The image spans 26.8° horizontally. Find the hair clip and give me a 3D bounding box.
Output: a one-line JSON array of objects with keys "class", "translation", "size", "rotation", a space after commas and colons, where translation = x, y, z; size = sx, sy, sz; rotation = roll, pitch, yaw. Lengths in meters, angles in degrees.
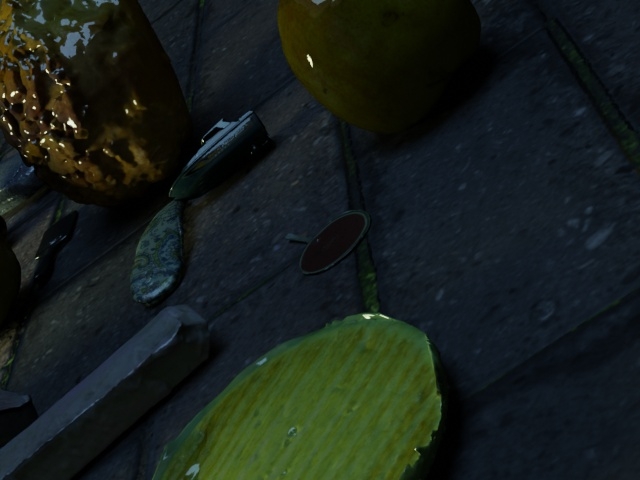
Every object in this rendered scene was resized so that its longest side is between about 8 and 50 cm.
[{"class": "hair clip", "translation": [-0.179, -0.001, 1.536], "size": [0.066, 0.036, 0.229], "rotation": [-27, 25, 16]}]

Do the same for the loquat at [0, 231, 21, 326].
[{"class": "loquat", "translation": [-0.506, 0.068, 1.723], "size": [0.246, 0.213, 0.213], "rotation": [-41, 22, -7]}]

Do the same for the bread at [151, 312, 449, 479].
[{"class": "bread", "translation": [-0.023, 0.168, 0.963], "size": [0.301, 0.045, 0.301], "rotation": [-33, 26, 19]}]

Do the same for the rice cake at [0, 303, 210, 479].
[{"class": "rice cake", "translation": [-0.246, 0.191, 1.260], "size": [0.365, 0.056, 0.073], "rotation": [-41, 28, -1]}]

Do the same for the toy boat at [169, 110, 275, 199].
[{"class": "toy boat", "translation": [-0.123, -0.095, 1.591], "size": [0.141, 0.060, 0.055], "rotation": [-41, -23, -1]}]

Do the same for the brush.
[{"class": "brush", "translation": [-0.371, 0.011, 1.847], "size": [0.063, 0.016, 0.193], "rotation": [-36, 22, 14]}]

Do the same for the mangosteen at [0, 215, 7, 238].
[{"class": "mangosteen", "translation": [-0.557, -0.001, 2.035], "size": [0.181, 0.156, 0.146], "rotation": [122, 154, -58]}]

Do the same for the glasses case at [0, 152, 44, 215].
[{"class": "glasses case", "translation": [-0.527, -0.086, 2.213], "size": [0.282, 0.067, 0.109], "rotation": [-22, 32, 35]}]

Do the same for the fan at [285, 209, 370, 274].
[{"class": "fan", "translation": [0.000, 0.000, 1.288], "size": [0.085, 0.005, 0.133], "rotation": [-50, 25, -20]}]

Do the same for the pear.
[{"class": "pear", "translation": [0.057, -0.212, 1.358], "size": [0.200, 0.200, 0.200], "rotation": [-34, 23, 17]}]

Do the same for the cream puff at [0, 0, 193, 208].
[{"class": "cream puff", "translation": [-0.318, -0.204, 1.749], "size": [0.231, 0.343, 0.327], "rotation": [-29, 1, -6]}]

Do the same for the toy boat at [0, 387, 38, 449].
[{"class": "toy boat", "translation": [-0.384, 0.196, 1.319], "size": [0.155, 0.227, 0.085], "rotation": [9, 96, 47]}]
